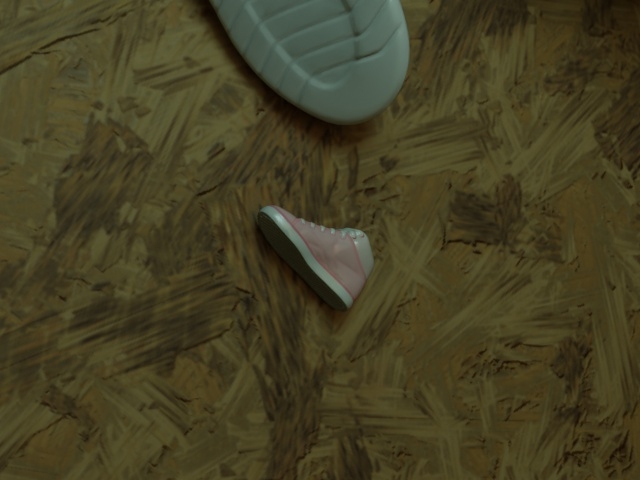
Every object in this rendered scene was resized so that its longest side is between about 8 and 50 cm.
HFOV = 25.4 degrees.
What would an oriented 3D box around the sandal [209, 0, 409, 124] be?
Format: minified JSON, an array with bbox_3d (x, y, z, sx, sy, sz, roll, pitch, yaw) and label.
[{"bbox_3d":[-0.054,-0.297,1.343,0.416,0.169,0.102,50,29,-14],"label":"sandal"}]

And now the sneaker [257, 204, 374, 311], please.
[{"bbox_3d":[0.000,0.000,1.386,0.134,0.051,0.070,47,68,-19],"label":"sneaker"}]
